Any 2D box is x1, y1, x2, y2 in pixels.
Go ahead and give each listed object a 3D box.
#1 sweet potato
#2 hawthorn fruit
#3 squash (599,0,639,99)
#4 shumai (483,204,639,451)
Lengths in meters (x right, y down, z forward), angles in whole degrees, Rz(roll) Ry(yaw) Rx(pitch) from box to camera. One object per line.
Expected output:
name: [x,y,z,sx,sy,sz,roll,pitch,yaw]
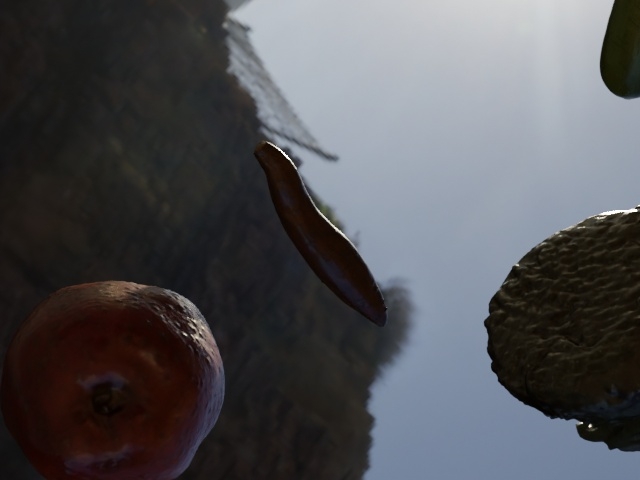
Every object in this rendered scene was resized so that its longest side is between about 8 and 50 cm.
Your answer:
sweet potato: [-0.001,0.001,1.356,0.057,0.264,0.057,-33,-158,15]
hawthorn fruit: [-0.159,0.117,0.931,0.189,0.189,0.189,-37,-156,20]
squash: [0.316,-0.227,1.163,0.066,0.066,0.201,-87,-176,-57]
shumai: [0.131,0.050,0.508,0.099,0.087,0.124,-38,-158,7]
